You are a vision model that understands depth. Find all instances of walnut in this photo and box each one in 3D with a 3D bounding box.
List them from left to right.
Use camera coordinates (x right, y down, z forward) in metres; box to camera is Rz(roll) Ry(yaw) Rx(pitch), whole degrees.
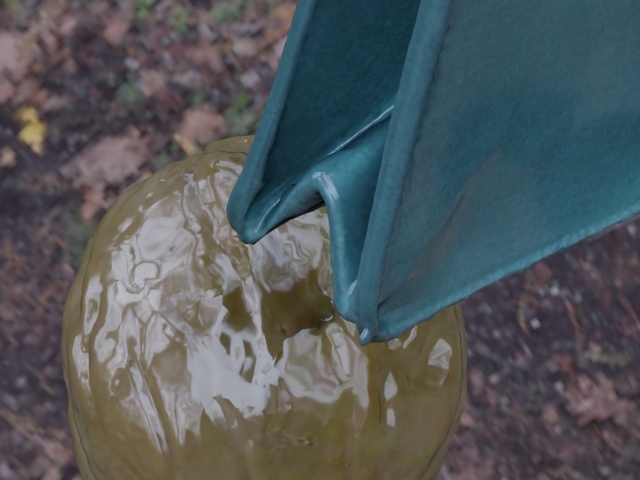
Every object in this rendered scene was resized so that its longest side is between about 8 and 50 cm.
[{"bbox_3d":[-0.032,0.056,0.987,0.228,0.228,0.228,-13,55,19],"label":"walnut"}]

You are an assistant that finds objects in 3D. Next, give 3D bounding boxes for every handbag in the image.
[{"bbox_3d":[0.094,-0.120,0.677,0.268,0.274,0.100,-26,53,-39],"label":"handbag"}]
